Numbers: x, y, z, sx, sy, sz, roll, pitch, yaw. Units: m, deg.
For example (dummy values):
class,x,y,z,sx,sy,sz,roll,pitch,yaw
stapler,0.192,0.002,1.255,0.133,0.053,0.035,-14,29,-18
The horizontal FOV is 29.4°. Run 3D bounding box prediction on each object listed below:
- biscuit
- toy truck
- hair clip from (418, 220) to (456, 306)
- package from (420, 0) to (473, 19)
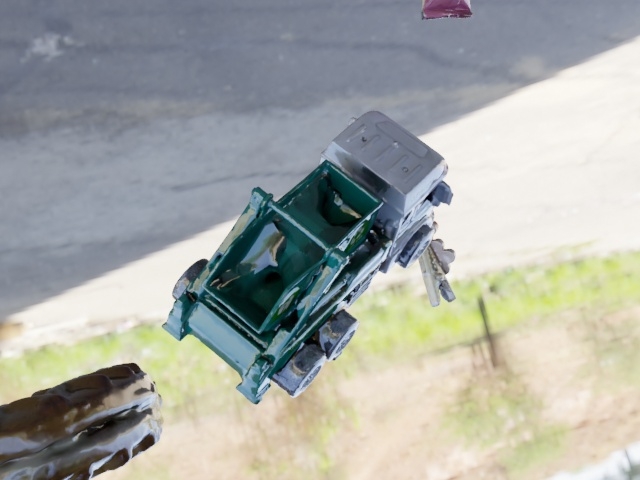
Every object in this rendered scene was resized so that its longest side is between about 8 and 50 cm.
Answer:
class,x,y,z,sx,sy,sz,roll,pitch,yaw
biscuit,-0.319,0.218,1.255,0.332,0.103,0.332,-21,179,0
toy truck,0.000,0.000,0.825,0.216,0.110,0.116,-42,164,-34
hair clip,0.144,-0.009,1.738,0.062,0.214,0.056,-19,-176,41
package,0.111,-0.242,1.107,0.059,0.083,0.029,-10,-172,-30
